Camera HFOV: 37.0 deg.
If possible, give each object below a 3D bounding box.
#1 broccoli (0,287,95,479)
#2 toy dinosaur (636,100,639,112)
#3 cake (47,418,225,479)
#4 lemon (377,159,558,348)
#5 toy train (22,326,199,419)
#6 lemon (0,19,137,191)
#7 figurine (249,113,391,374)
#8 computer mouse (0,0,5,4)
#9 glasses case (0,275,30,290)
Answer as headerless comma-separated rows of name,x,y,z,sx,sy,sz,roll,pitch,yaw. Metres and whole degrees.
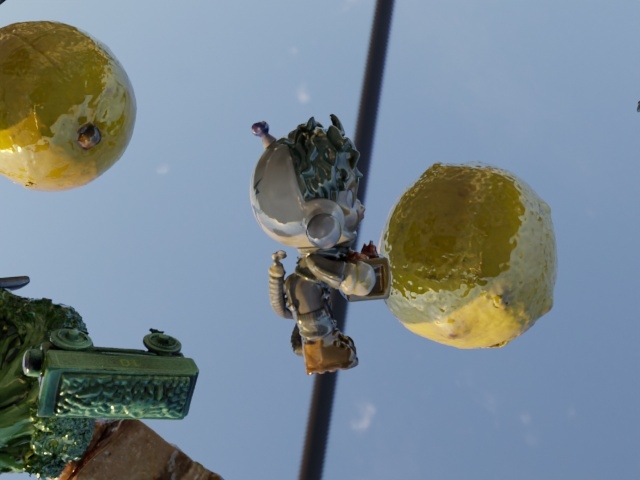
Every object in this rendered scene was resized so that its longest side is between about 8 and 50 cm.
broccoli,-0.407,0.196,1.241,0.294,0.265,0.245,-18,179,31
toy dinosaur,0.566,-0.250,1.464,0.197,0.045,0.080,-35,-146,-9
cake,-0.328,0.406,1.620,0.196,0.293,0.198,-53,-167,-23
lemon,0.277,0.020,1.797,0.350,0.350,0.387,-11,-131,31
toy train,-0.195,0.132,0.918,0.099,0.172,0.070,45,-57,57
lemon,-0.454,-0.223,1.591,0.297,0.297,0.297,-22,-143,18
figurine,0.002,0.000,1.429,0.186,0.382,0.261,-12,-172,-12
computer mouse,-0.343,-0.355,1.066,0.295,0.087,0.168,-58,-172,-9
glasses case,-0.537,0.076,1.630,0.033,0.083,0.023,-28,-107,38
